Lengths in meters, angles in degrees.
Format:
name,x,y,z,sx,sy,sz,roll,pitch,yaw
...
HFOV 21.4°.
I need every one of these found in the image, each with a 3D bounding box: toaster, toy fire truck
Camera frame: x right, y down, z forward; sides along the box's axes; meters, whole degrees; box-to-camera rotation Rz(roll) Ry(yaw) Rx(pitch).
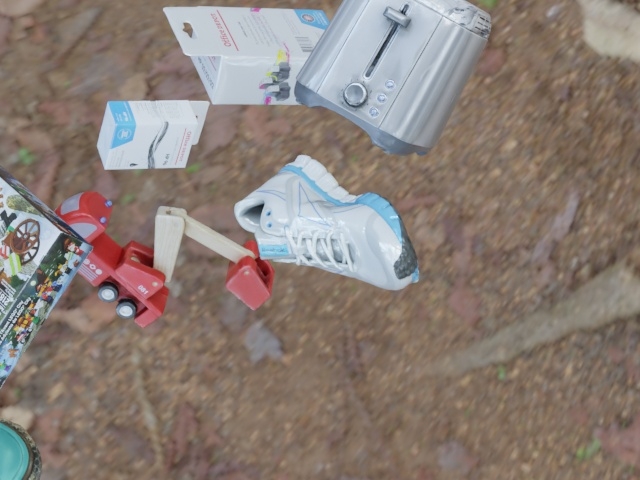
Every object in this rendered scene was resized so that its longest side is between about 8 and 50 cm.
name,x,y,z,sx,sy,sz,roll,pitch,yaw
toaster,0.073,-0.163,1.522,0.129,0.227,0.146,31,99,11
toy fire truck,-0.151,0.012,1.587,0.135,0.047,0.192,-36,114,24

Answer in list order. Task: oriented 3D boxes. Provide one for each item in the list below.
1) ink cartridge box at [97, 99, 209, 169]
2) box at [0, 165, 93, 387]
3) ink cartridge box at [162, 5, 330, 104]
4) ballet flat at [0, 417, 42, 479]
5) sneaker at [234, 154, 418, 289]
name,x,y,z,sx,sy,sz,roll,pitch,yaw
ink cartridge box,-0.125,-0.081,1.306,0.048,0.083,0.028,111,146,-42
box,-0.321,0.013,1.540,0.233,0.044,0.159,36,93,42
ink cartridge box,-0.072,-0.194,1.776,0.181,0.104,0.062,-1,127,-21
ballet flat,-0.474,0.389,1.798,0.164,0.483,0.182,36,144,8
sneaker,0.000,0.000,1.240,0.190,0.083,0.071,29,139,55
